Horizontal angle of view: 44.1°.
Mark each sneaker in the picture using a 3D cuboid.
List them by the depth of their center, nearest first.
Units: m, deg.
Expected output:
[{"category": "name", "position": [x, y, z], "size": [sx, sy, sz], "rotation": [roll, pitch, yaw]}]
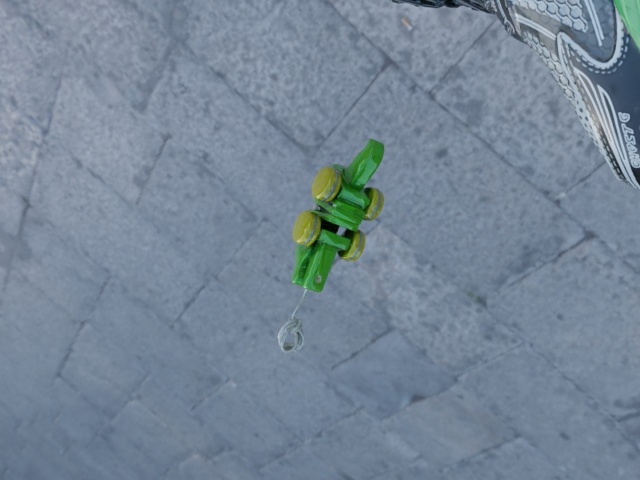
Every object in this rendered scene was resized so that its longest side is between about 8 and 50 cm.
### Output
[{"category": "sneaker", "position": [0.085, -0.153, 0.397], "size": [0.146, 0.344, 0.134], "rotation": [-39, 145, 23]}]

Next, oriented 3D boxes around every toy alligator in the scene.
[{"category": "toy alligator", "position": [0.000, 0.000, 0.664], "size": [0.056, 0.190, 0.051], "rotation": [21, -172, -27]}]
